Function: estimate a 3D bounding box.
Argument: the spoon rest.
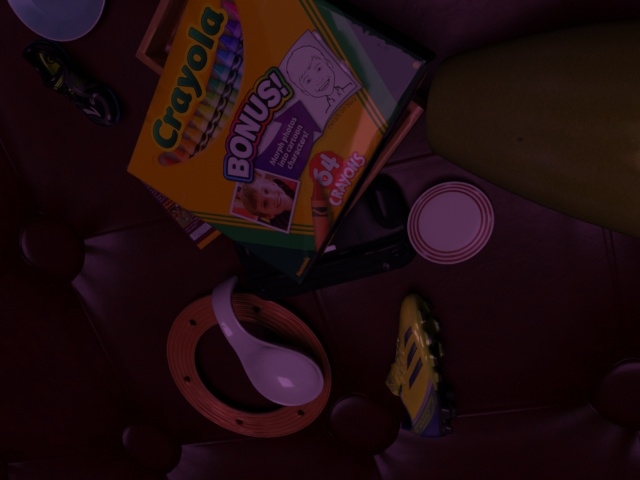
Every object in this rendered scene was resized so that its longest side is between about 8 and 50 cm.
[{"bbox_3d":[-0.103,0.197,1.173,0.137,0.084,0.276,-30,105,25],"label":"spoon rest"}]

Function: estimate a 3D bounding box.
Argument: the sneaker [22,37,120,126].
[{"bbox_3d":[-0.418,-0.256,1.083,0.188,0.078,0.067,44,117,-9],"label":"sneaker"}]

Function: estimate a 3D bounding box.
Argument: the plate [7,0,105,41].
[{"bbox_3d":[-0.425,-0.418,1.041,0.188,0.024,0.188,5,115,12],"label":"plate"}]

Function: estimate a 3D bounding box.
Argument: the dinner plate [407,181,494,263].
[{"bbox_3d":[0.209,-0.029,1.050,0.141,0.017,0.141,-1,112,-2],"label":"dinner plate"}]

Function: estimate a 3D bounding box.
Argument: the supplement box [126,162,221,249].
[{"bbox_3d":[-0.219,-0.094,1.106,0.104,0.081,0.188,-35,102,26],"label":"supplement box"}]

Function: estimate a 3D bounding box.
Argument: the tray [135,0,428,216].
[{"bbox_3d":[-0.061,-0.245,0.981,0.411,0.076,0.203,38,118,3],"label":"tray"}]

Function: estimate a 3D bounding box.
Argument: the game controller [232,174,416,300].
[{"bbox_3d":[0.000,0.000,1.115,0.319,0.067,0.167,-16,95,20],"label":"game controller"}]

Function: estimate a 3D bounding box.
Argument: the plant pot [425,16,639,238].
[{"bbox_3d":[0.301,-0.162,0.863,0.293,0.275,0.275,12,118,26],"label":"plant pot"}]

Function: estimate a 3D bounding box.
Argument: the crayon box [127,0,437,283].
[{"bbox_3d":[-0.068,-0.173,0.910,0.313,0.106,0.363,32,117,5],"label":"crayon box"}]

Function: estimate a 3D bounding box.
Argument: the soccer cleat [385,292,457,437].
[{"bbox_3d":[0.164,0.230,1.154,0.121,0.093,0.289,-5,113,24],"label":"soccer cleat"}]

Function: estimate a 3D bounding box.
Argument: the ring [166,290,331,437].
[{"bbox_3d":[-0.140,0.244,1.272,0.336,0.032,0.337,5,116,11],"label":"ring"}]
